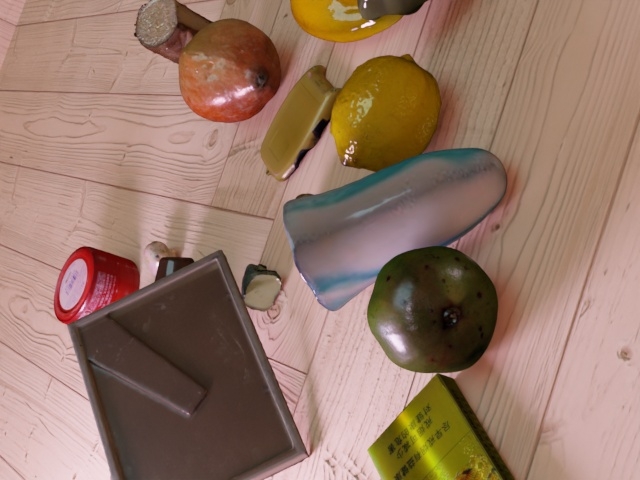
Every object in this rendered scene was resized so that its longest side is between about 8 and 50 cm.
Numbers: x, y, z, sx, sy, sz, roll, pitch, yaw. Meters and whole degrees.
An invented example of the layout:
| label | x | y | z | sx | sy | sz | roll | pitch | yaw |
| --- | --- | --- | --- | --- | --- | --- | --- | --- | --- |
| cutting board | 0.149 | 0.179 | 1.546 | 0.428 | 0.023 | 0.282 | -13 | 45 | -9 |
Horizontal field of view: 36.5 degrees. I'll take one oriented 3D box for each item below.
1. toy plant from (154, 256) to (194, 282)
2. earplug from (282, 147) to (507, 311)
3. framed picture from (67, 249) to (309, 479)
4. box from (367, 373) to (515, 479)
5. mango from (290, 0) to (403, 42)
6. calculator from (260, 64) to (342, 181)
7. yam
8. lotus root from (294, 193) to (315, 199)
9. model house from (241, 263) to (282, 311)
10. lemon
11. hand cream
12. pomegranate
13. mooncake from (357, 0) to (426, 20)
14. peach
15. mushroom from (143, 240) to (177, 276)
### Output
| label | x | y | z | sx | sy | sz | roll | pitch | yaw |
| --- | --- | --- | --- | --- | --- | --- | --- | --- | --- |
| toy plant | -0.290 | 0.133 | 1.967 | 0.143 | 0.105 | 0.200 | -1 | 89 | 38 |
| earplug | 0.127 | -0.037 | 1.451 | 0.324 | 0.185 | 0.185 | -23 | 51 | 14 |
| framed picture | -0.246 | 0.255 | 1.699 | 0.326 | 0.028 | 0.446 | -25 | 56 | -1 |
| box | 0.182 | 0.348 | 1.310 | 0.173 | 0.043 | 0.311 | -53 | 39 | 20 |
| mango | 0.051 | -0.457 | 1.826 | 0.317 | 0.119 | 0.176 | 23 | 86 | 45 |
| calculator | -0.047 | -0.224 | 1.891 | 0.236 | 0.033 | 0.157 | -57 | 39 | 18 |
| yam | -0.287 | -0.439 | 2.143 | 0.128 | 0.238 | 0.129 | 9 | 81 | 37 |
| lotus root | 0.000 | 0.000 | 1.672 | 0.110 | 0.097 | 0.258 | -59 | 34 | 16 |
| model house | -0.114 | 0.079 | 1.812 | 0.083 | 0.066 | 0.078 | -113 | 42 | -65 |
| lemon | 0.105 | -0.205 | 1.579 | 0.180 | 0.180 | 0.193 | -14 | 62 | 47 |
| hand cream | -0.518 | 0.116 | 2.234 | 0.193 | 0.125 | 0.193 | -24 | 55 | 40 |
| pomegranate | 0.151 | 0.098 | 1.386 | 0.225 | 0.187 | 0.187 | 164 | 124 | -79 |
| mooncake | 0.109 | -0.539 | 1.657 | 0.351 | 0.187 | 0.351 | -15 | 49 | 17 |
| peach | -0.181 | -0.344 | 1.978 | 0.232 | 0.232 | 0.232 | -27 | 53 | 42 |
| mushroom | -0.346 | 0.040 | 2.107 | 0.083 | 0.067 | 0.083 | 42 | 142 | 45 |
